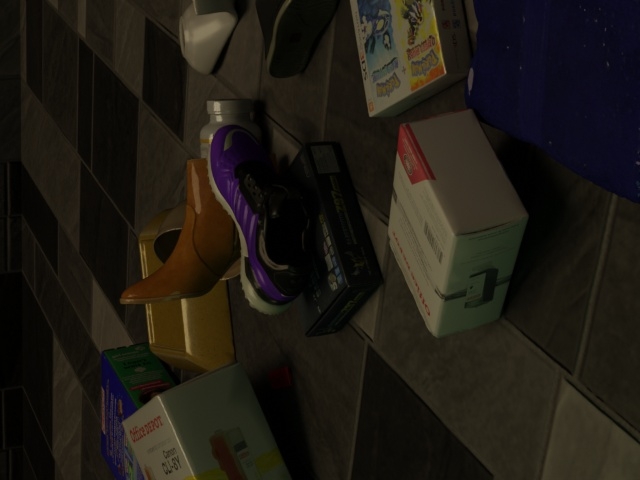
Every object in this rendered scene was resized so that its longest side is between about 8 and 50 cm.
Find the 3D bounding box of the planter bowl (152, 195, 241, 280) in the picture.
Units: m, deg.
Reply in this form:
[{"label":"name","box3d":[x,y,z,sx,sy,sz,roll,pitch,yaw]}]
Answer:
[{"label":"planter bowl","box3d":[-0.200,-0.018,2.099,0.162,0.162,0.109,125,159,-55]}]

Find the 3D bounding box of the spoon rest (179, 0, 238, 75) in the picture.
[{"label":"spoon rest","box3d":[-0.194,-0.373,2.094,0.276,0.084,0.137,145,118,-77]}]

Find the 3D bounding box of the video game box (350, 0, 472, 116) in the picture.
[{"label":"video game box","box3d":[0.106,-0.266,1.494,0.205,0.048,0.187,-23,78,64]}]

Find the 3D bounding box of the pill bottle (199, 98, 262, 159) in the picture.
[{"label":"pill bottle","box3d":[-0.146,-0.139,1.991,0.103,0.103,0.184,-163,70,-63]}]

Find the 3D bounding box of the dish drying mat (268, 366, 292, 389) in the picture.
[{"label":"dish drying mat","box3d":[-0.066,0.230,2.019,0.083,0.008,0.032,-26,73,63]}]

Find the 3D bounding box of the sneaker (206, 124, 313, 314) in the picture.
[{"label":"sneaker","box3d":[-0.071,-0.054,1.733,0.146,0.102,0.293,-47,57,54]}]

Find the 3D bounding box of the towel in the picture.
[{"label":"towel","box3d":[0.251,-0.186,1.183,0.308,0.076,0.228,-137,40,-54]}]

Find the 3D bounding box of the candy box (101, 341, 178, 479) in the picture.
[{"label":"candy box","box3d":[-0.372,0.409,2.579,0.317,0.122,0.268,40,132,55]}]

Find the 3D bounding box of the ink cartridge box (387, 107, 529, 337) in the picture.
[{"label":"ink cartridge box","box3d":[0.147,-0.015,1.351,0.218,0.092,0.159,95,157,-56]}]

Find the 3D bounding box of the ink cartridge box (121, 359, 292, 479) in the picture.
[{"label":"ink cartridge box","box3d":[-0.164,0.422,2.005,0.385,0.160,0.279,66,153,8]}]

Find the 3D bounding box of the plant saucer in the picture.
[{"label":"plant saucer","box3d":[-0.272,0.100,2.345,0.333,0.081,0.333,-5,92,65]}]

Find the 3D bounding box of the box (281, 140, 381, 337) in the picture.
[{"label":"box","box3d":[0.000,0.000,1.764,0.183,0.059,0.233,127,132,-57]}]

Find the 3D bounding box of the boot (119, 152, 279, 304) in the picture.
[{"label":"boot","box3d":[-0.193,-0.022,1.913,0.104,0.295,0.211,-157,54,-83]}]

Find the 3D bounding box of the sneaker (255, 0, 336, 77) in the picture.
[{"label":"sneaker","box3d":[-0.047,-0.345,1.758,0.222,0.083,0.118,123,135,-55]}]

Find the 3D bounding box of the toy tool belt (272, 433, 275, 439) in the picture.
[{"label":"toy tool belt","box3d":[-0.115,0.335,2.097,0.051,0.052,0.083,67,151,15]}]
